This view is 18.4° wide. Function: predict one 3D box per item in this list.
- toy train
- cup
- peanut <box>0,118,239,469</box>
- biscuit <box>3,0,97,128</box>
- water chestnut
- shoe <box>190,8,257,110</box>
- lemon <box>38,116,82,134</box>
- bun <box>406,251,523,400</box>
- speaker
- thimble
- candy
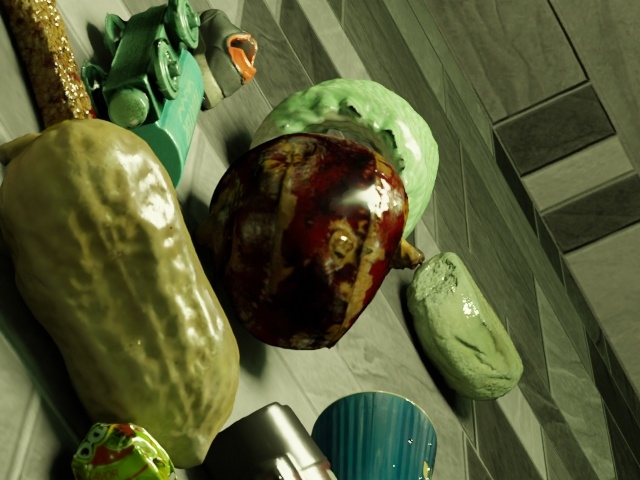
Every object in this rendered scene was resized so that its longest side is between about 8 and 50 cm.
[{"bbox_3d":[-0.162,-0.142,1.933,0.248,0.101,0.159,-83,159,-62],"label":"toy train"},{"bbox_3d":[0.051,0.265,1.985,0.155,0.131,0.176,-83,172,-60],"label":"cup"},{"bbox_3d":[-0.157,0.036,1.548,0.159,0.143,0.291,-100,167,-71],"label":"peanut"},{"bbox_3d":[-0.234,-0.136,1.762,0.199,0.034,0.064,70,14,16],"label":"biscuit"},{"bbox_3d":[0.000,0.000,2.000,0.238,0.223,0.223,23,32,-20],"label":"water chestnut"},{"bbox_3d":[-0.107,-0.220,2.274,0.074,0.077,0.194,58,16,-26],"label":"shoe"},{"bbox_3d":[-0.200,-0.047,1.642,0.082,0.082,0.111,-24,96,-76],"label":"lemon"},{"bbox_3d":[0.194,0.128,2.736,0.221,0.108,0.221,58,8,-13],"label":"bun"},{"bbox_3d":[0.039,0.307,1.744,0.259,0.198,0.329,8,49,-58],"label":"speaker"},{"bbox_3d":[0.023,-0.073,2.254,0.219,0.219,0.150,64,16,-5],"label":"thimble"},{"bbox_3d":[-0.117,0.254,1.505,0.262,0.073,0.077,68,-9,-16],"label":"candy"}]
